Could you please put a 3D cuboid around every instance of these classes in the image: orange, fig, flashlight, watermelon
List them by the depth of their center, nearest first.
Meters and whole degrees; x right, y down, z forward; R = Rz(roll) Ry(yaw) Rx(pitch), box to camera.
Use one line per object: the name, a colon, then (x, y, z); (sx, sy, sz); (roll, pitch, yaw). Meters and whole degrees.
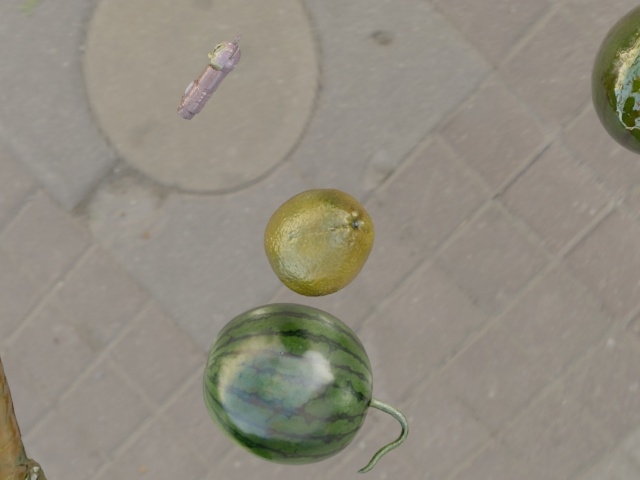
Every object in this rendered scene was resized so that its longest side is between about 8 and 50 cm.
orange: (0.000, 0.000, 1.202); (0.095, 0.085, 0.085); (-32, 89, 51)
watermelon: (-0.010, 0.130, 1.305); (0.187, 0.141, 0.141); (16, 107, -14)
fig: (0.336, -0.192, 1.366); (0.151, 0.151, 0.259); (26, 134, 12)
flashlight: (-0.121, -0.177, 1.624); (0.031, 0.052, 0.110); (33, 115, -16)

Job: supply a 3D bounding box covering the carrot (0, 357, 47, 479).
carrot: (-0.114, 0.086, 0.510); (0.049, 0.049, 0.254); (16, 132, 15)
